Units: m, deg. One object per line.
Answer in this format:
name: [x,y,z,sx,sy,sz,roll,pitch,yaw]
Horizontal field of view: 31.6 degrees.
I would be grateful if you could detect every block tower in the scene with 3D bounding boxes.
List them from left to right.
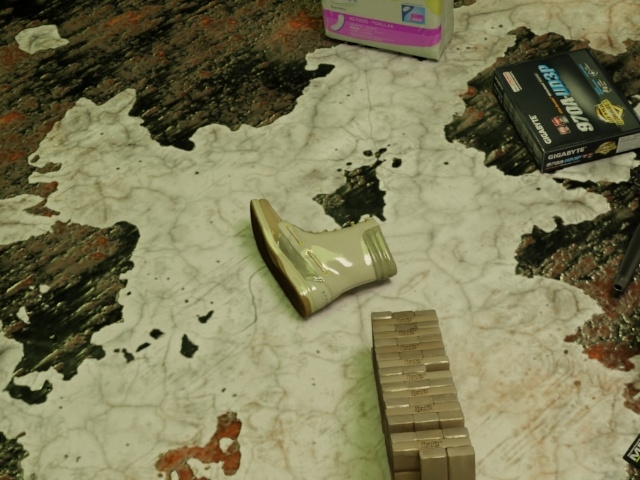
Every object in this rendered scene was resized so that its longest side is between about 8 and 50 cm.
block tower: [0.118,0.197,1.373,0.091,0.097,0.335,-5,25,-1]

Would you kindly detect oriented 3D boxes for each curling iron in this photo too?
curling iron: [0.468,-0.022,1.662,0.068,0.035,0.274,11,48,20]

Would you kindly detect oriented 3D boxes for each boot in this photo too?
boot: [0.000,0.000,1.655,0.165,0.077,0.213,-22,54,-15]

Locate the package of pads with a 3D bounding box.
package of pads: [0.108,-0.464,1.925,0.229,0.297,0.101,16,51,19]

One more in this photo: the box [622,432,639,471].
box: [0.456,0.214,1.259,0.191,0.045,0.184,-54,25,-1]

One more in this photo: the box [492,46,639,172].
box: [0.400,-0.216,1.837,0.175,0.051,0.220,-13,48,-7]
